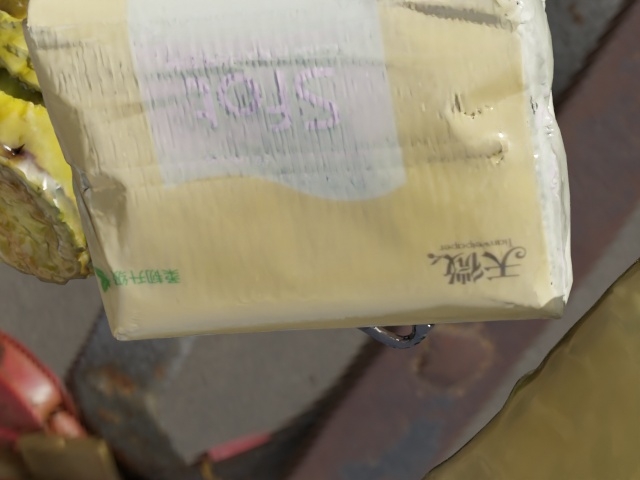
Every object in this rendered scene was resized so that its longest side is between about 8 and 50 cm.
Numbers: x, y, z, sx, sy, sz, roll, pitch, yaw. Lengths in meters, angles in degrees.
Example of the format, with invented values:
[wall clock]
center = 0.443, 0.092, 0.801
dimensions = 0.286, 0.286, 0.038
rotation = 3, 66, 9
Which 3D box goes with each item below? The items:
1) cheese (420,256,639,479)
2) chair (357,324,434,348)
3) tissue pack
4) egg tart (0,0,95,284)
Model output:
[cheese]
center = 0.178, 0.208, 0.814
dimensions = 0.104, 0.384, 0.384
rotation = 1, 124, -43
[chair]
center = 0.000, 0.000, 1.763
dimensions = 0.229, 0.113, 0.106
rotation = 21, 122, -16
[tissue pack]
center = -0.004, -0.050, 0.866
dimensions = 0.222, 0.090, 0.186
rotation = -1, 120, 16
[egg tart]
center = -0.218, -0.061, 1.537
dimensions = 0.123, 0.294, 0.294
rotation = -52, 134, -32
